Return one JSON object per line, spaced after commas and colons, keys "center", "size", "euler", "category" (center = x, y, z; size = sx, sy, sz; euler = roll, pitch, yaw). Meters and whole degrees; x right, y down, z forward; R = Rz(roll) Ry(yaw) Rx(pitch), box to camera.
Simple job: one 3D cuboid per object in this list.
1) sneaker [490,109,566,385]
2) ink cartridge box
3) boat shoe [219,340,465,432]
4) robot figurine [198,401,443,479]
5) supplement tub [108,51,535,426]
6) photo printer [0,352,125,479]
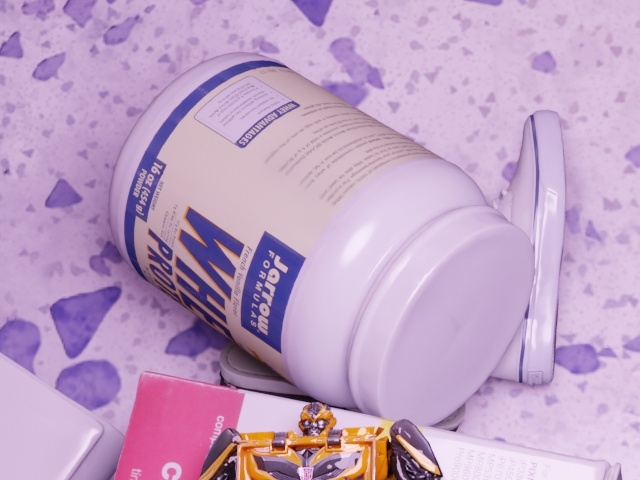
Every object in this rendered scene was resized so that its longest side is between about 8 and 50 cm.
{"center": [0.175, 0.001, 1.796], "size": [0.091, 0.094, 0.258], "euler": [4, 72, 7], "category": "sneaker"}
{"center": [0.045, 0.246, 1.629], "size": [0.385, 0.279, 0.160], "euler": [10, 73, 13], "category": "ink cartridge box"}
{"center": [0.019, 0.146, 1.788], "size": [0.228, 0.068, 0.081], "euler": [13, 38, 12], "category": "boat shoe"}
{"center": [-0.001, 0.259, 1.443], "size": [0.211, 0.085, 0.291], "euler": [-4, 75, 8], "category": "robot figurine"}
{"center": [0.000, 0.000, 1.724], "size": [0.325, 0.235, 0.235], "euler": [33, 78, 32], "category": "supplement tub"}
{"center": [-0.354, 0.236, 1.749], "size": [0.256, 0.107, 0.307], "euler": [32, 77, 19], "category": "photo printer"}
